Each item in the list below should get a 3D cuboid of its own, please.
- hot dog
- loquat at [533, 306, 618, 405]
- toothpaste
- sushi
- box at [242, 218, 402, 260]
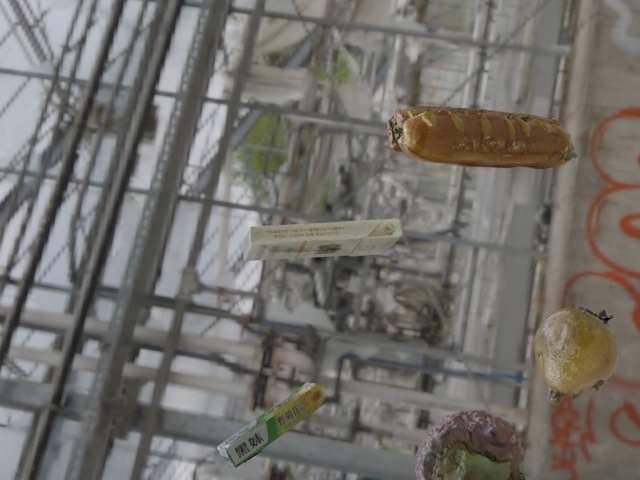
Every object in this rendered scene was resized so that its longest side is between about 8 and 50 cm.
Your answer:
[{"bbox_3d":[0.205,-0.130,1.321,0.115,0.269,0.072,16,105,59],"label":"hot dog"},{"bbox_3d":[0.485,0.221,2.000,0.172,0.149,0.205,24,97,68],"label":"loquat"},{"bbox_3d":[-0.071,0.278,1.583,0.037,0.178,0.043,63,157,-13],"label":"toothpaste"},{"bbox_3d":[0.222,0.374,1.539,0.107,0.161,0.241,16,-110,-87],"label":"sushi"},{"bbox_3d":[0.000,0.000,1.161,0.090,0.166,0.024,123,143,-74],"label":"box"}]
